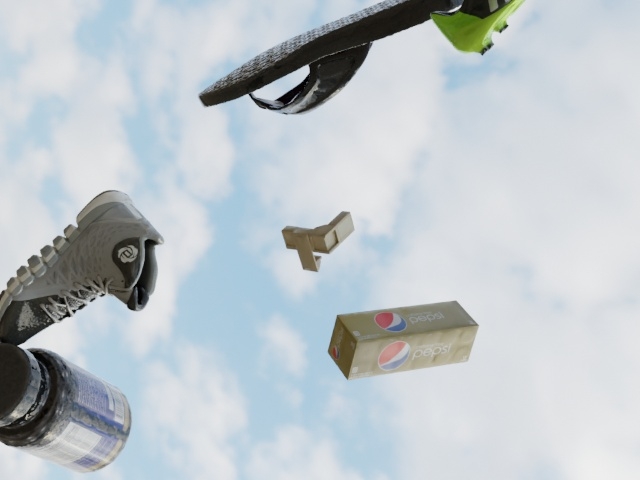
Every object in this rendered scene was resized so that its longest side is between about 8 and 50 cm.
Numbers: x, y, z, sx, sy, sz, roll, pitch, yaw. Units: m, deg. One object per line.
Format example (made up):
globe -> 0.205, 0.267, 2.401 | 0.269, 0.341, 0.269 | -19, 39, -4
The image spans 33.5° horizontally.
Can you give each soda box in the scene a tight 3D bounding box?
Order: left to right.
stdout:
soda box -> 0.105, 0.122, 1.328 | 0.058, 0.181, 0.061 | 50, -44, 46

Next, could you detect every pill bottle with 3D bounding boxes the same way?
pill bottle -> -0.332, 0.202, 1.297 | 0.123, 0.219, 0.122 | -9, -117, 18

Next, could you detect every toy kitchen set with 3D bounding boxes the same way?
toy kitchen set -> 0.000, 0.000, 1.630 | 0.083, 0.075, 0.068 | 7, -54, 36

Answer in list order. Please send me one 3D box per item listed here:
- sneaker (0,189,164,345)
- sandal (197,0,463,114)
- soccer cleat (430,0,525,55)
sneaker -> -0.271, 0.059, 1.231 | 0.132, 0.086, 0.228 | 40, -92, 23
sandal -> 0.019, -0.267, 1.604 | 0.446, 0.167, 0.107 | -20, -73, 17
soccer cleat -> 0.173, -0.252, 0.979 | 0.072, 0.060, 0.179 | 42, -67, 2
